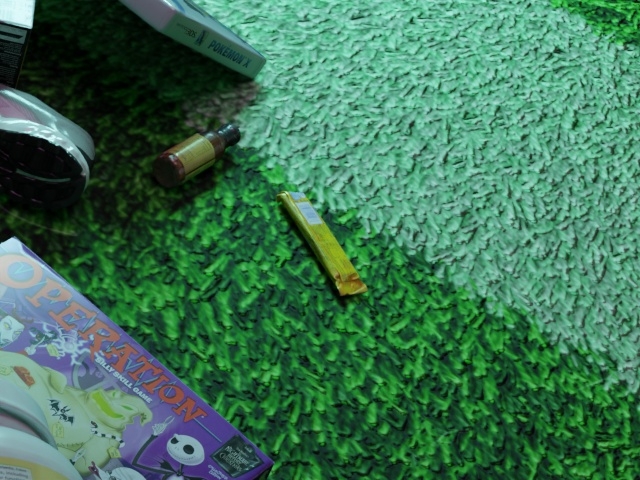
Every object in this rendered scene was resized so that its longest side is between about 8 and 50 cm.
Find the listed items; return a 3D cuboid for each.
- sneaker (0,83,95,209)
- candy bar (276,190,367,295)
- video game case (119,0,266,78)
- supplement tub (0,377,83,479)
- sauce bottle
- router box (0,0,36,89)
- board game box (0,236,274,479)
[{"bbox_3d":[-0.358,-0.125,1.680,0.271,0.100,0.108,28,27,-5],"label":"sneaker"},{"bbox_3d":[0.000,0.000,1.784,0.040,0.018,0.161,-4,47,-37],"label":"candy bar"},{"bbox_3d":[-0.237,-0.317,1.881,0.329,0.036,0.300,39,7,16],"label":"video game case"},{"bbox_3d":[-0.261,0.280,1.138,0.241,0.241,0.331,3,44,-26],"label":"supplement tub"},{"bbox_3d":[-0.135,-0.097,1.804,0.042,0.042,0.128,37,37,14],"label":"sauce bottle"},{"bbox_3d":[-0.344,-0.236,1.771,0.046,0.133,0.179,12,40,-16],"label":"router box"},{"bbox_3d":[-0.234,0.150,1.462,0.347,0.056,0.208,38,36,16],"label":"board game box"}]
